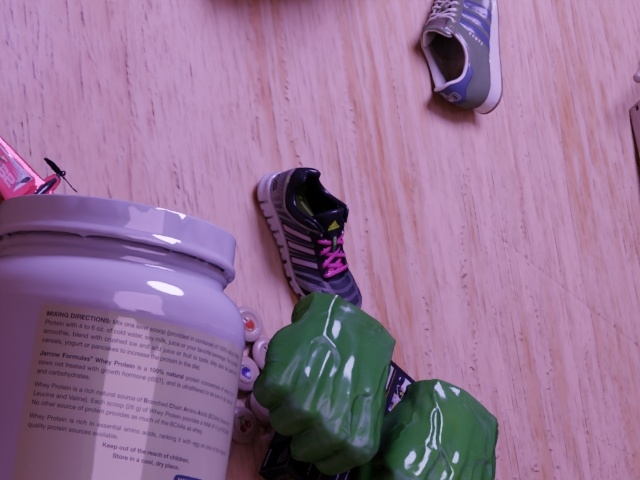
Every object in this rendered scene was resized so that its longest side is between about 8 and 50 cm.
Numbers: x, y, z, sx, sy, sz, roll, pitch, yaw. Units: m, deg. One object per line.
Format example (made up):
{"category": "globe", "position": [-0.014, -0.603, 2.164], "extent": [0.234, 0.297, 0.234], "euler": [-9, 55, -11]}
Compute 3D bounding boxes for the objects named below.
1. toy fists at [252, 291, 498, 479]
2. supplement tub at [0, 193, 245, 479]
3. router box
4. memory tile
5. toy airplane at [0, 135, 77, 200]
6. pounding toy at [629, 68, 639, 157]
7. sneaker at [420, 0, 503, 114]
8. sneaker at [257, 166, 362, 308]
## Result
{"category": "toy fists", "position": [0.053, 0.178, 1.746], "extent": [0.279, 0.096, 0.142], "euler": [40, 42, -24]}
{"category": "supplement tub", "position": [-0.187, 0.144, 1.512], "extent": [0.235, 0.235, 0.325], "euler": [16, 76, -32]}
{"category": "router box", "position": [0.027, 0.187, 1.816], "extent": [0.133, 0.046, 0.179], "euler": [43, 50, -24]}
{"category": "memory tile", "position": [-0.085, 0.136, 1.782], "extent": [0.148, 0.012, 0.113], "euler": [-36, 94, -41]}
{"category": "toy airplane", "position": [-0.277, -0.021, 1.691], "extent": [0.151, 0.028, 0.151], "euler": [16, 63, -33]}
{"category": "pounding toy", "position": [0.425, -0.151, 2.258], "extent": [0.181, 0.094, 0.206], "euler": [12, 54, -28]}
{"category": "sneaker", "position": [0.151, -0.239, 2.093], "extent": [0.086, 0.064, 0.192], "euler": [7, 69, -41]}
{"category": "sneaker", "position": [0.000, 0.000, 1.866], "extent": [0.063, 0.075, 0.170], "euler": [-22, 85, -42]}
